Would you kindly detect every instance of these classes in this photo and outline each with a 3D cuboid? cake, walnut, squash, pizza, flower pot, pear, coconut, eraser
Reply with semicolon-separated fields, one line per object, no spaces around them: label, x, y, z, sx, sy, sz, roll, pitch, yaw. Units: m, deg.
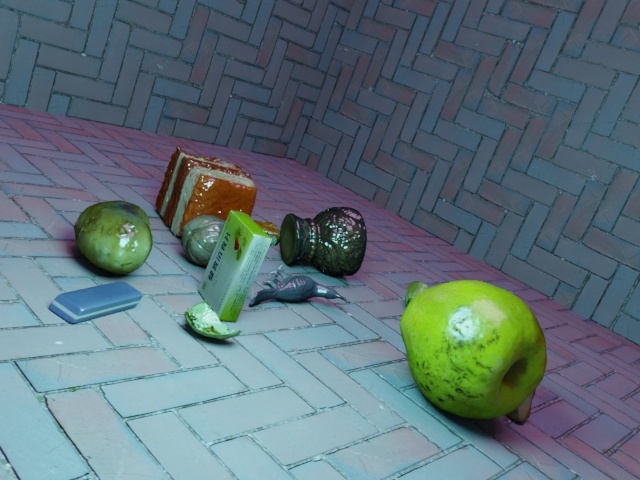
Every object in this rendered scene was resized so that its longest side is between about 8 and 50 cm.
cake;-0.404;-0.152;2.261;0.270;0.269;0.319;10;20;-35
walnut;-0.339;0.006;2.005;0.178;0.178;0.230;34;8;41
squash;0.350;0.228;2.340;0.105;0.105;0.132;26;34;17
pizza;-0.238;-0.054;2.592;0.185;0.036;0.176;19;13;-2
flower pot;0.000;0.000;2.334;0.267;0.266;0.266;4;21;-22
pear;0.391;0.275;1.662;0.392;0.390;0.391;20;15;-5
coconut;-0.281;0.207;1.565;0.133;0.055;0.158;8;18;-37
eraser;-0.528;0.143;1.487;0.082;0.036;0.225;26;16;20

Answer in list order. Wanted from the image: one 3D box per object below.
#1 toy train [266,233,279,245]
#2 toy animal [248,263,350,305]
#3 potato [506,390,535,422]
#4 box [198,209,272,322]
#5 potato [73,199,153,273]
toy train;-0.203;-0.002;2.461;0.053;0.033;0.083;31;18;22
toy animal;-0.101;0.145;1.986;0.367;0.081;0.206;5;20;-37
potato;0.562;0.350;1.831;0.112;0.255;0.269;8;19;-37
box;-0.239;0.069;1.711;0.062;0.260;0.175;14;16;-35
potato;-0.565;-0.012;1.727;0.210;0.173;0.307;15;13;-29
